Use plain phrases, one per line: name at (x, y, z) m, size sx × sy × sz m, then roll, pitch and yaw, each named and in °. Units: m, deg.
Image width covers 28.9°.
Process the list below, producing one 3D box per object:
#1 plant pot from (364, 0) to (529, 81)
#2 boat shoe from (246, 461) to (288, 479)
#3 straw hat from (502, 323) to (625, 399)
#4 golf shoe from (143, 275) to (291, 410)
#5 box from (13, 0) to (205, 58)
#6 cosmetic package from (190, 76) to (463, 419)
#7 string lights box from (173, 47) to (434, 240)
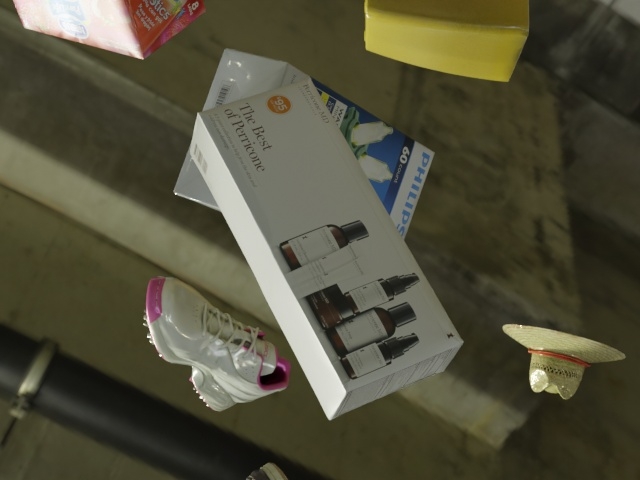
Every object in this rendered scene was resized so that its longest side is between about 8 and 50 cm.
plant pot at (0.146, -0.322, 1.520) m, size 0.187 × 0.212 × 0.212 m, roll 0°, pitch 172°, yaw 2°
boat shoe at (-0.042, 0.392, 1.374) m, size 0.092 × 0.103 × 0.285 m, roll -16°, pitch -87°, yaw -15°
straw hat at (0.255, 0.139, 1.343) m, size 0.144 × 0.061 × 0.144 m, roll 16°, pitch 170°, yaw 3°
golf shoe at (-0.140, 0.135, 1.731) m, size 0.306 × 0.140 × 0.115 m, roll 57°, pitch -149°, yaw -54°
box at (-0.295, -0.345, 1.666) m, size 0.257 × 0.123 × 0.128 m, roll 19°, pitch -131°, yaw 36°
cosmetic package at (0.000, 0.000, 0.903) m, size 0.099 × 0.060 × 0.239 m, roll -20°, pitch -113°, yaw -23°
string lights box at (-0.006, -0.064, 1.129) m, size 0.077 × 0.133 × 0.259 m, roll 18°, pitch 178°, yaw 36°
